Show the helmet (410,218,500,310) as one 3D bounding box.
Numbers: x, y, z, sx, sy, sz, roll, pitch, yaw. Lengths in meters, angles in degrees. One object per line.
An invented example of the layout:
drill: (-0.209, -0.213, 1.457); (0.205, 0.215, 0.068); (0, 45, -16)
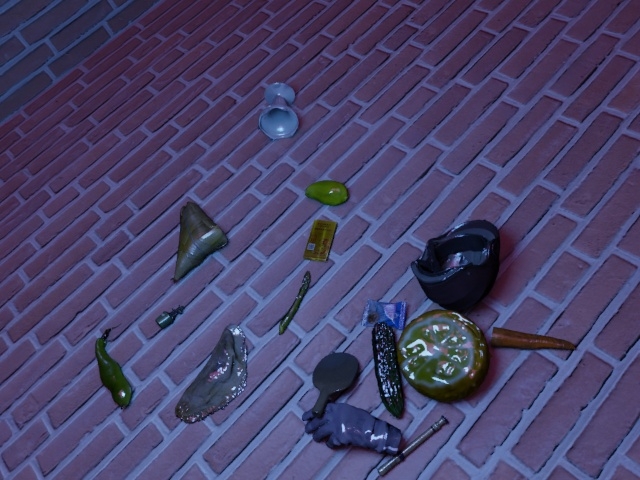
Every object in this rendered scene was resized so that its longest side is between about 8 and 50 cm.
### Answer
helmet: (0.421, 0.086, 1.502); (0.305, 0.177, 0.225); (-36, 21, -29)

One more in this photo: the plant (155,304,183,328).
plant: (-0.510, 0.254, 1.738); (0.102, 0.051, 0.051); (-38, 57, -25)

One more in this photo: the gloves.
gloves: (0.083, 0.509, 1.398); (0.286, 0.119, 0.142); (0, 29, 19)

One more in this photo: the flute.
flute: (0.247, 0.550, 1.365); (0.233, 0.027, 0.027); (-36, 57, -8)

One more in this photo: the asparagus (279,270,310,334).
asparagus: (-0.080, 0.201, 1.663); (0.034, 0.027, 0.236); (11, 63, 34)

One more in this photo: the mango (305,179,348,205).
mango: (0.019, -0.174, 1.834); (0.165, 0.074, 0.091); (6, 63, 19)

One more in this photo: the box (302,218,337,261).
box: (0.000, 0.000, 1.766); (0.089, 0.022, 0.156); (5, 61, 19)

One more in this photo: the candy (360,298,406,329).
candy: (0.195, 0.226, 1.571); (0.136, 0.038, 0.088); (2, 74, 24)

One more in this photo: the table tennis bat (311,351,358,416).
table tennis bat: (0.029, 0.405, 1.458); (0.131, 0.022, 0.234); (2, 33, 25)

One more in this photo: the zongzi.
zongzi: (-0.488, 0.005, 1.855); (0.256, 0.115, 0.228); (-47, 55, -2)

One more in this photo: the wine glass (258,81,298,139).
wine glass: (-0.168, -0.530, 2.054); (0.165, 0.165, 0.196); (-9, 54, 10)

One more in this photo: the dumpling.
dumpling: (-0.316, 0.416, 1.567); (0.166, 0.086, 0.332); (19, 71, 27)

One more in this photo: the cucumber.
cucumber: (0.191, 0.369, 1.460); (0.077, 0.077, 0.265); (-9, 57, 10)

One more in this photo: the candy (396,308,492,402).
candy: (0.341, 0.318, 1.426); (0.260, 0.118, 0.260); (-8, 56, 12)

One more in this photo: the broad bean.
broad bean: (-0.685, 0.417, 1.681); (0.098, 0.056, 0.318); (-27, 55, -1)

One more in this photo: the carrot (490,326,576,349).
carrot: (0.592, 0.279, 1.423); (0.224, 0.057, 0.057); (4, 61, 14)
